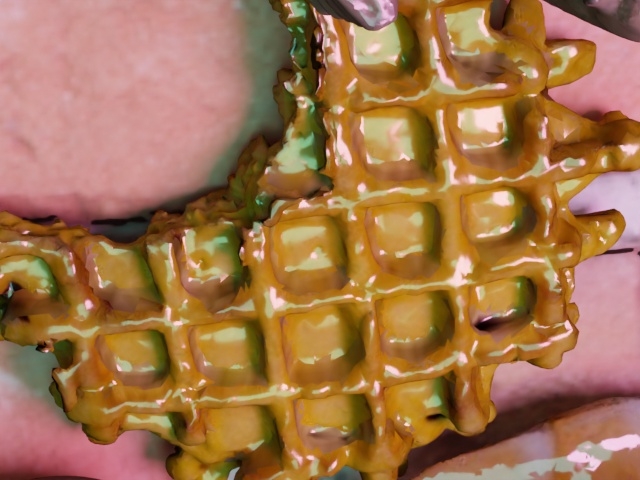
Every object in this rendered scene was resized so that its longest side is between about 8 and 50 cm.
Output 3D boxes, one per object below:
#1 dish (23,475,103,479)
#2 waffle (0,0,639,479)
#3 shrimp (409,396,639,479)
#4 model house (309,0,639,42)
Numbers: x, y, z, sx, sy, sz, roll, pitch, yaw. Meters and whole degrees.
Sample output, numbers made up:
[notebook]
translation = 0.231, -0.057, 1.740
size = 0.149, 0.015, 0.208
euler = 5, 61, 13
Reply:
[dish]
translation = -0.128, 0.194, 0.712
size = 0.213, 0.090, 0.213
euler = -3, 112, -8
[waffle]
translation = 0.000, 0.000, 0.659
size = 0.260, 0.069, 0.293
euler = 40, 104, -19
[shrimp]
translation = 0.158, 0.161, 0.733
size = 0.287, 0.068, 0.185
euler = 28, 98, -24
[model house]
translation = 0.041, -0.186, 0.537
size = 0.188, 0.122, 0.229
euler = 4, 87, -14
